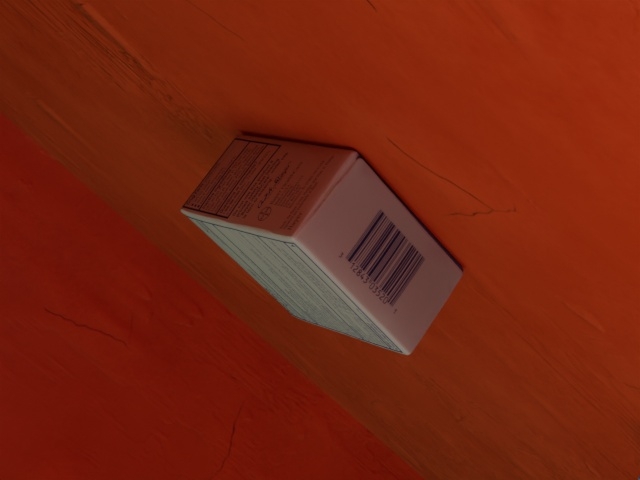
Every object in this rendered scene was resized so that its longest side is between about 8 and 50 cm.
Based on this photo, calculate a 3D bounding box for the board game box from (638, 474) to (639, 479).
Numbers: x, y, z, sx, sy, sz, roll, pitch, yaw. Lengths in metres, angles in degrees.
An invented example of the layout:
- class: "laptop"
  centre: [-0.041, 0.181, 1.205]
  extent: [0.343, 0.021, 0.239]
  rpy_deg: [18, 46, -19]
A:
- class: "board game box"
  centre: [0.600, 0.422, 1.888]
  extent: [0.242, 0.064, 0.316]
  rpy_deg: [22, 159, 50]

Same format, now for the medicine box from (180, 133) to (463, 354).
- class: "medicine box"
  centre: [0.000, 0.000, 1.890]
  extent: [0.263, 0.149, 0.289]
  rpy_deg: [45, 162, -33]
